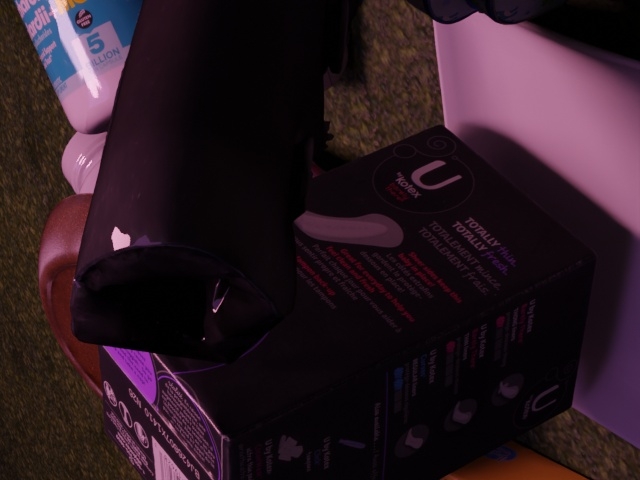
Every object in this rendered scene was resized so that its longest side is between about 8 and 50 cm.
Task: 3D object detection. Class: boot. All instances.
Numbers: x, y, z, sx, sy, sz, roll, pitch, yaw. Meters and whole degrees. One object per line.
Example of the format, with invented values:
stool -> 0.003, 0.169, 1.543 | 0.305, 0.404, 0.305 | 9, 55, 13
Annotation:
boot -> -0.035, -0.187, 0.823 | 0.146, 0.445, 0.367 | 14, 161, 7

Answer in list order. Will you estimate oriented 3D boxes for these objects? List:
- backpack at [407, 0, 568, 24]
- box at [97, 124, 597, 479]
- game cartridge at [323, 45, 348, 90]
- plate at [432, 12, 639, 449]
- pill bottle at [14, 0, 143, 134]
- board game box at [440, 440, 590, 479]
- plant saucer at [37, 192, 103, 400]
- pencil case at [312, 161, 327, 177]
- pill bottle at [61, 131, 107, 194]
backpack -> 0.097, -0.176, 0.955 | 0.084, 0.114, 0.105 | 46, 147, 37
box -> 0.014, 0.065, 1.039 | 0.165, 0.270, 0.143 | 45, 148, 38
game cartridge -> -0.086, -0.248, 1.256 | 0.198, 0.062, 0.297 | 16, 139, 56
plate -> 0.178, -0.006, 1.029 | 0.278, 0.045, 0.277 | 32, 138, 50
pill bottle -> -0.199, -0.236, 1.442 | 0.264, 0.146, 0.146 | 65, 155, 1
board game box -> 0.218, 0.298, 1.195 | 0.316, 0.064, 0.242 | 21, 130, 57
plant saucer -> -0.143, 0.096, 1.471 | 0.310, 0.050, 0.311 | 30, 145, 24
pencil case -> 0.000, 0.000, 1.305 | 0.284, 0.124, 0.124 | 33, 140, 48
pill bottle -> -0.153, -0.019, 1.568 | 0.221, 0.124, 0.124 | 47, 149, 33
